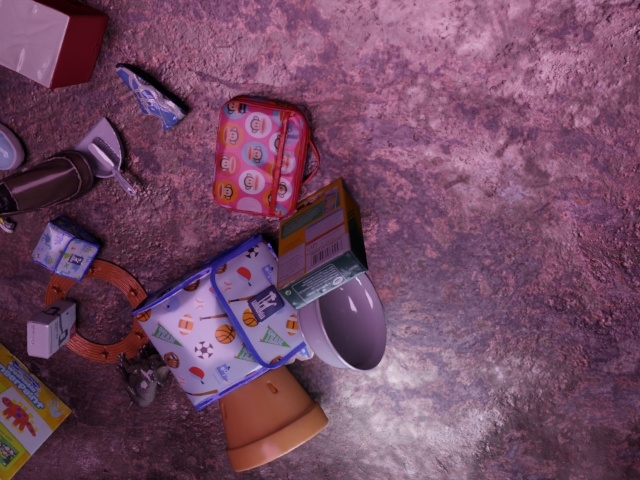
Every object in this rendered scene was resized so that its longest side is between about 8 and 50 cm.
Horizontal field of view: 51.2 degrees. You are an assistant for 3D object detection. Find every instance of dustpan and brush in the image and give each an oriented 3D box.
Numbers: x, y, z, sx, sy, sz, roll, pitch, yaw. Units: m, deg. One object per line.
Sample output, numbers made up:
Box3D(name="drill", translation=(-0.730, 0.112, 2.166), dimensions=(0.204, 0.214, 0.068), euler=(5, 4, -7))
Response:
Box3D(name="dustpan and brush", translation=(-0.558, -0.204, 1.779), dimensions=(0.147, 0.060, 0.211), euler=(-40, 98, 20))

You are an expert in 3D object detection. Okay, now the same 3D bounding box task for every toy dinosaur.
Box3D(name="toy dinosaur", translation=(-0.520, 0.412, 1.937), dimensions=(0.160, 0.121, 0.313), euler=(46, 116, 26))

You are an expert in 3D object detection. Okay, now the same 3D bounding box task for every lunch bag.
Box3D(name="lunch bag", translation=(-0.238, 0.204, 1.761), dimensions=(0.386, 0.239, 0.327), euler=(-29, 100, 3))
Box3D(name="lunch bag", translation=(-0.131, -0.206, 1.680), dimensions=(0.259, 0.120, 0.292), euler=(10, 112, 2))
Box3D(name="lunch bag", translation=(-0.706, 0.027, 1.866), dimensions=(0.151, 0.096, 0.128), euler=(32, 105, -6))

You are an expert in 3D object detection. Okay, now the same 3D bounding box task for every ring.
Box3D(name="ring", translation=(-0.652, 0.214, 1.956), dimensions=(0.337, 0.032, 0.336), euler=(3, 109, 10))

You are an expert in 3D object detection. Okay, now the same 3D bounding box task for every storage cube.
Box3D(name="storage cube", translation=(-0.664, -0.496, 1.627), dimensions=(0.184, 0.193, 0.214), euler=(27, 110, 0))

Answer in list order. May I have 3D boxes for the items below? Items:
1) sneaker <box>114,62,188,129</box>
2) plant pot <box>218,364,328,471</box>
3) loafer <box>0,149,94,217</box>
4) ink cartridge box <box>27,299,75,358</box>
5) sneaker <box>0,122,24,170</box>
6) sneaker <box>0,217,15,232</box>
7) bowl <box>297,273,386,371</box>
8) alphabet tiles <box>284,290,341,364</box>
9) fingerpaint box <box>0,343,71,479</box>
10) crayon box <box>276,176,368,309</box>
Box3D(name="sneaker", translation=(-0.440, -0.367, 1.692), dimensions=(0.211, 0.080, 0.081), euler=(41, 107, -4))
Box3D(name="plant pot", translation=(-0.149, 0.471, 1.842), dimensions=(0.291, 0.291, 0.203), euler=(-26, 85, 17))
Box3D(name="loafer", translation=(-0.770, -0.130, 1.794), dimensions=(0.366, 0.130, 0.133), euler=(-20, 105, 21))
Box3D(name="ink cartridge box", translation=(-0.758, 0.249, 1.889), dimensions=(0.063, 0.150, 0.109), euler=(10, 111, 6))
Box3D(name="sneaker", translation=(-0.980, -0.288, 1.776), dimensions=(0.366, 0.150, 0.135), euler=(30, 112, -1))
Box3D(name="sneaker", translation=(-0.908, -0.058, 1.911), dimensions=(0.083, 0.031, 0.035), euler=(37, 97, -8))
Box3D(name="bowl", translation=(0.034, 0.202, 1.710), dimensions=(0.134, 0.298, 0.297), euler=(-21, 104, 32))
Box3D(name="alphabet tiles", translation=(-0.084, 0.205, 1.858), dimensions=(0.284, 0.021, 0.277), euler=(-17, 103, 15))
Box3D(name="fingerpaint box", translation=(-1.009, 0.478, 1.927), dimensions=(0.163, 0.371, 0.445), euler=(-40, 99, 18))
Box3D(name="crayon box", translation=(0.000, 0.000, 1.635), dimensions=(0.203, 0.322, 0.083), euler=(-30, 122, 18))
